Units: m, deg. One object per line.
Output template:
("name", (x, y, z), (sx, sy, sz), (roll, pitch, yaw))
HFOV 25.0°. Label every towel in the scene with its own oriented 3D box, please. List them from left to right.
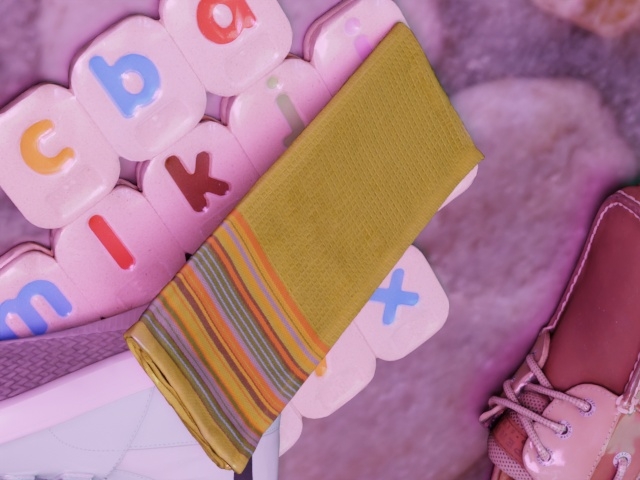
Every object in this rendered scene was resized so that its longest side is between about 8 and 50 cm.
("towel", (0.000, 0.000, 0.742), (0.237, 0.021, 0.102), (-50, 128, -26))

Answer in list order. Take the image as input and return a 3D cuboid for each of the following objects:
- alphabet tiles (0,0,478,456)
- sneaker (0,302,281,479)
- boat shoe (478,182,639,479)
("alphabet tiles", (-0.048, -0.005, 0.793), (0.284, 0.021, 0.278), (-38, 124, -7))
("sneaker", (-0.128, 0.125, 0.737), (0.255, 0.094, 0.151), (-13, 111, -24))
("boat shoe", (0.165, 0.123, 0.902), (0.116, 0.123, 0.324), (-2, 112, -24))
